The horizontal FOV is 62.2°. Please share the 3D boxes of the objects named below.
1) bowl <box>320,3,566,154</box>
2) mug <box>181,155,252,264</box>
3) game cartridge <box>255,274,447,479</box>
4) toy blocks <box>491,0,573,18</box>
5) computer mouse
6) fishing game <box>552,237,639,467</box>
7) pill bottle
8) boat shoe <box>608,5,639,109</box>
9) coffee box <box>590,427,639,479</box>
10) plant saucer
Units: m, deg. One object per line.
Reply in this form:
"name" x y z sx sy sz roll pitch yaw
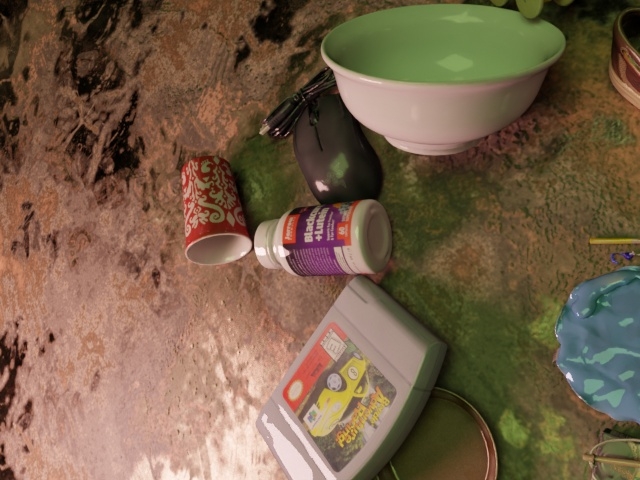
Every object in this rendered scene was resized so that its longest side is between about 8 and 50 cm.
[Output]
"bowl" 0.153 -0.206 0.705 0.298 0.134 0.298 -3 39 2
"mug" -0.206 -0.049 0.946 0.150 0.113 0.169 -26 62 23
"game cartridge" 0.036 0.216 0.737 0.196 0.060 0.294 40 101 41
"toy blocks" 0.318 -0.356 0.709 0.148 0.054 0.123 -22 41 -7
"computer mouse" 0.002 -0.160 0.862 0.188 0.072 0.272 -35 62 20
"fishing game" 0.356 0.117 0.584 0.189 0.041 0.264 -6 63 32
"pill bottle" 0.000 0.000 0.801 0.194 0.108 0.108 -5 76 31
"boat shoe" 0.444 -0.140 0.544 0.123 0.123 0.342 -45 59 15
"coffee box" 0.373 0.278 0.535 0.184 0.040 0.113 14 86 34
"plant saucer" 0.147 0.276 0.688 0.168 0.029 0.168 -8 75 31
